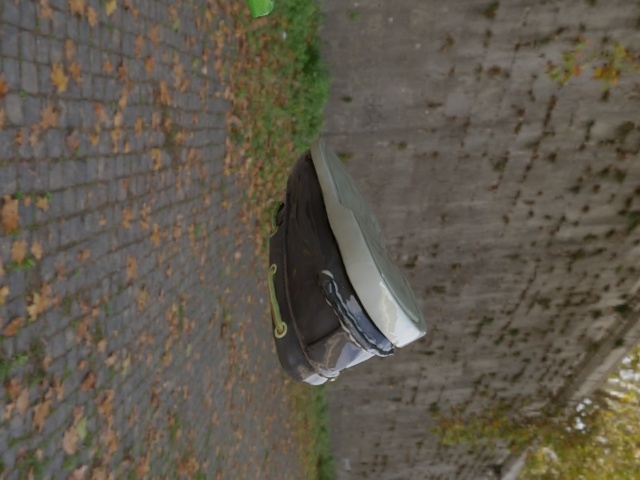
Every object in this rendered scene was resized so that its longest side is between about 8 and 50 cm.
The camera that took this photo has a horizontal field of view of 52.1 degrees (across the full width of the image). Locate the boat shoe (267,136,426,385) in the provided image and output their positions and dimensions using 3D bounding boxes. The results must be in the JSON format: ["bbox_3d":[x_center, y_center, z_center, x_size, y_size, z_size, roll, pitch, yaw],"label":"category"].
[{"bbox_3d":[0.000,0.000,0.403,0.081,0.069,0.227,51,11,-22],"label":"boat shoe"}]

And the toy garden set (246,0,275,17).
[{"bbox_3d":[-0.057,-0.341,0.533,0.203,0.049,0.244,-84,161,-50],"label":"toy garden set"}]
